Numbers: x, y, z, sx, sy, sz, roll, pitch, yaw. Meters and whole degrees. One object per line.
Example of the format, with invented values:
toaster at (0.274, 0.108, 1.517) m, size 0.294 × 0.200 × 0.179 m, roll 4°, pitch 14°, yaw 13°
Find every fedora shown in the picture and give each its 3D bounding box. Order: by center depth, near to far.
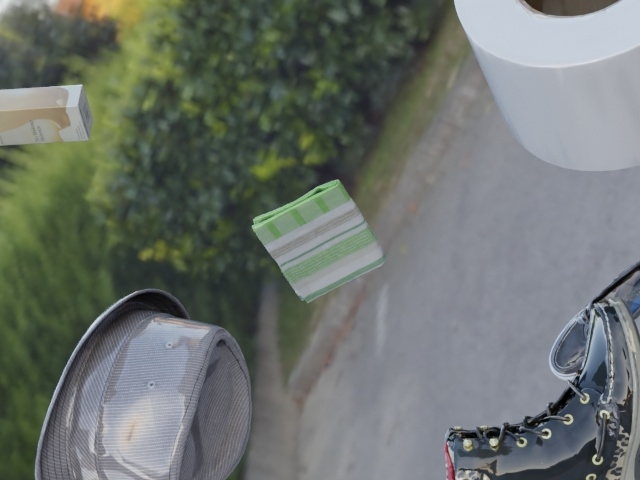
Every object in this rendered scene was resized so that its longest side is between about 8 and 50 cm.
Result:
fedora at (-0.154, 0.182, 1.305) m, size 0.275 × 0.124 × 0.244 m, roll -63°, pitch -35°, yaw -42°

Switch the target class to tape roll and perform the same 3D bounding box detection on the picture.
tape roll at (0.267, -0.211, 1.248) m, size 0.169 × 0.246 × 0.246 m, roll 56°, pitch -135°, yaw -51°

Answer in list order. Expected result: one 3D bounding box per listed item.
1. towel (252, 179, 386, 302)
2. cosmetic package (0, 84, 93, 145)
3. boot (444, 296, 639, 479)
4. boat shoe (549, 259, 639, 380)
towel at (0.000, 0.000, 1.459) m, size 0.113 × 0.152 × 0.023 m, roll -27°, pitch 46°, yaw 5°
cosmetic package at (-0.339, -0.151, 1.575) m, size 0.060 × 0.115 × 0.041 m, roll 79°, pitch -171°, yaw -46°
boot at (0.209, 0.172, 1.224) m, size 0.085 × 0.178 × 0.236 m, roll -102°, pitch 11°, yaw -75°
boat shoe at (0.406, 0.106, 1.830) m, size 0.228 × 0.076 × 0.080 m, roll -41°, pitch 59°, yaw 11°
